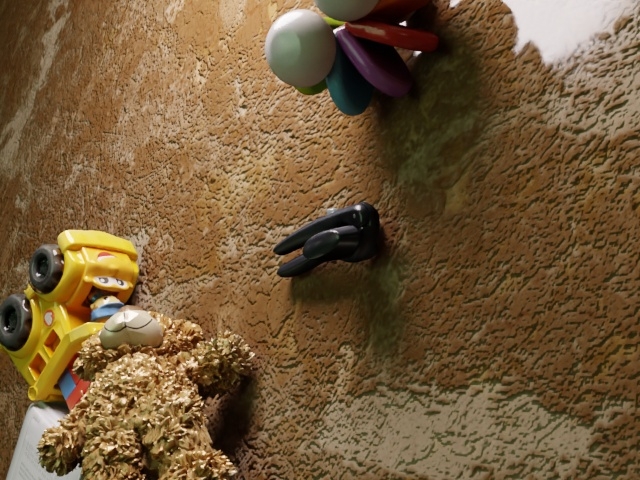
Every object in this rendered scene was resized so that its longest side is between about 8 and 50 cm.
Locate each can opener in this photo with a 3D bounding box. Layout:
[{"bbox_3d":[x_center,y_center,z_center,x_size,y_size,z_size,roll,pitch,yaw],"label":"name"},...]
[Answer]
[{"bbox_3d":[0.000,0.000,0.997,0.186,0.073,0.059,-18,68,61],"label":"can opener"}]

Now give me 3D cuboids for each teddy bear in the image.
[{"bbox_3d":[-0.193,0.181,1.057,0.245,0.113,0.338,-20,36,20],"label":"teddy bear"}]

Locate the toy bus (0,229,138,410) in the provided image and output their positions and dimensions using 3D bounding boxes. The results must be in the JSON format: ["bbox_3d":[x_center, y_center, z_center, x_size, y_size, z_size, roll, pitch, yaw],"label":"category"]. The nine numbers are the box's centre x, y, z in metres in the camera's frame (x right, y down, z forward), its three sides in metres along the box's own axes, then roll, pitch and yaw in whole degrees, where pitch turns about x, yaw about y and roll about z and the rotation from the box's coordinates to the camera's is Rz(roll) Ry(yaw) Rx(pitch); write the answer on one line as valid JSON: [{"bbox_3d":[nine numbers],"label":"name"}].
[{"bbox_3d":[-0.320,0.126,1.328,0.220,0.149,0.211,-54,50,19],"label":"toy bus"}]

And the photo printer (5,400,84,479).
[{"bbox_3d":[-0.342,0.387,1.251,0.256,0.107,0.308,15,87,56],"label":"photo printer"}]

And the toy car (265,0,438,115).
[{"bbox_3d":[0.047,-0.204,0.973,0.136,0.159,0.182,44,116,14],"label":"toy car"}]
